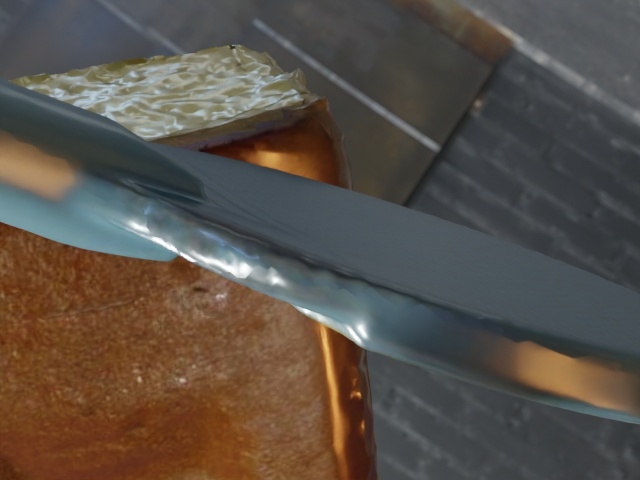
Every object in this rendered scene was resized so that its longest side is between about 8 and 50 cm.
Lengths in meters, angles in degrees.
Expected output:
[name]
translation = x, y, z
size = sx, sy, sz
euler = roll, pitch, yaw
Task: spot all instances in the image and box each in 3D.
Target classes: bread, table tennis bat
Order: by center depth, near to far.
[table tennis bat]
translation = 0.000, 0.000, 0.524
size = 0.329, 0.044, 0.215
euler = 16, -171, -33
[bread]
translation = -0.140, 0.083, 0.840
size = 0.143, 0.323, 0.333
euler = -118, 18, -58
